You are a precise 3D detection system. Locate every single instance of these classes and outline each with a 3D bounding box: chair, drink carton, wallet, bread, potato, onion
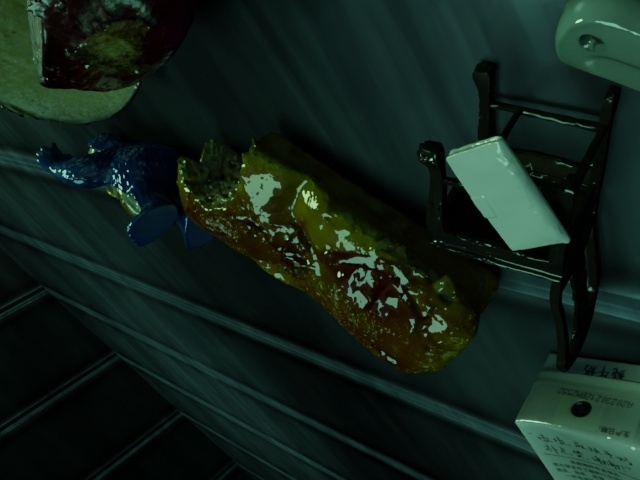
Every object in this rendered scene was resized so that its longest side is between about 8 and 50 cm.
[{"bbox_3d":[0.158,-0.004,0.472,0.113,0.106,0.229,19,146,30],"label":"chair"},{"bbox_3d":[0.322,0.229,0.641,0.134,0.102,0.222,0,135,53],"label":"drink carton"},{"bbox_3d":[0.114,-0.025,0.368,0.083,0.011,0.044,49,149,-21],"label":"wallet"},{"bbox_3d":[0.000,0.000,0.670,0.380,0.109,0.185,34,153,11],"label":"bread"},{"bbox_3d":[-0.295,-0.232,0.650,0.202,0.182,0.117,13,-152,-40],"label":"potato"},{"bbox_3d":[-0.192,-0.242,0.516,0.195,0.140,0.218,113,140,-61],"label":"onion"}]

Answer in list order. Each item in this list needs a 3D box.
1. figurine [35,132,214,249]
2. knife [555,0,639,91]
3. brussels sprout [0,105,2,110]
[{"bbox_3d":[-0.249,-0.089,0.836,0.262,0.121,0.164,34,-171,25],"label":"figurine"},{"bbox_3d":[0.254,-0.070,0.323,0.265,0.040,0.073,28,167,13],"label":"knife"},{"bbox_3d":[-0.449,-0.250,0.788,0.180,0.144,0.161,-1,118,19],"label":"brussels sprout"}]
